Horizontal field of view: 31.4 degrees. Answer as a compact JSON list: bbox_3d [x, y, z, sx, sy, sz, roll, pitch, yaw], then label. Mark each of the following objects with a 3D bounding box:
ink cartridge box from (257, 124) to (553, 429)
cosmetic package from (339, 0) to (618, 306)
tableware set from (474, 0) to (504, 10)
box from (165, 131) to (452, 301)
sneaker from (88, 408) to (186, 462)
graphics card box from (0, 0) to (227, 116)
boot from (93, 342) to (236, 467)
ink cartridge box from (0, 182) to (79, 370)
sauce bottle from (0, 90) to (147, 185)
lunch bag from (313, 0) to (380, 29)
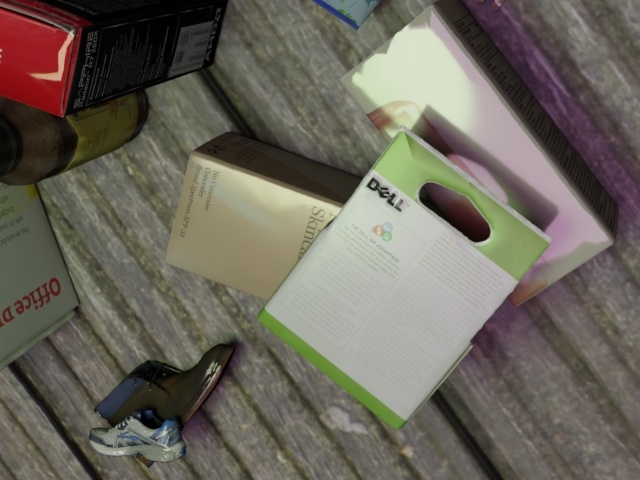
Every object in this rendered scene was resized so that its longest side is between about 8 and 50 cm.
[{"bbox_3d":[0.089,0.032,1.150,0.189,0.097,0.255,38,110,4],"label":"ink cartridge box"},{"bbox_3d":[0.170,-0.098,1.186,0.129,0.153,0.296,-36,92,23],"label":"cosmetic package"},{"bbox_3d":[0.187,-0.341,1.164,0.128,0.039,0.194,39,114,3],"label":"tableware set"},{"bbox_3d":[0.000,0.000,1.284,0.311,0.121,0.148,19,110,11],"label":"box"},{"bbox_3d":[-0.225,0.233,1.399,0.135,0.052,0.058,0,100,24],"label":"sneaker"},{"bbox_3d":[-0.269,-0.229,1.162,0.233,0.371,0.094,19,111,10],"label":"graphics card box"},{"bbox_3d":[-0.199,0.185,1.427,0.106,0.082,0.219,39,116,0],"label":"boot"},{"bbox_3d":[-0.472,-0.032,1.336,0.160,0.279,0.384,-14,102,21],"label":"ink cartridge box"},{"bbox_3d":[-0.299,-0.120,1.220,0.111,0.344,0.111,4,107,14],"label":"sauce bottle"},{"bbox_3d":[0.017,-0.312,1.167,0.151,0.096,0.129,30,116,-30],"label":"lunch bag"}]
